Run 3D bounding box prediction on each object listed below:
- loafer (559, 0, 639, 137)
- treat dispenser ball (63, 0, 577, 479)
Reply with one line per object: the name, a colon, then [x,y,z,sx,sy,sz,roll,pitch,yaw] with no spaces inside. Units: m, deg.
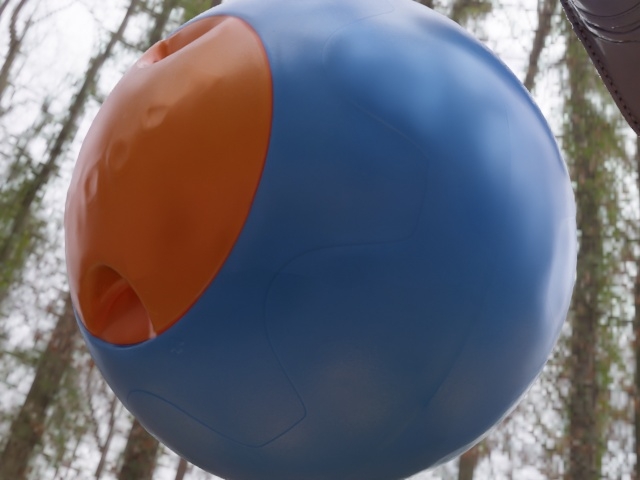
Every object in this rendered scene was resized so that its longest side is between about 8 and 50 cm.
loafer: [0.200,-0.186,0.875,0.112,0.111,0.319,-6,-55,39]
treat dispenser ball: [0.000,0.000,0.730,0.288,0.288,0.288,6,-46,6]
